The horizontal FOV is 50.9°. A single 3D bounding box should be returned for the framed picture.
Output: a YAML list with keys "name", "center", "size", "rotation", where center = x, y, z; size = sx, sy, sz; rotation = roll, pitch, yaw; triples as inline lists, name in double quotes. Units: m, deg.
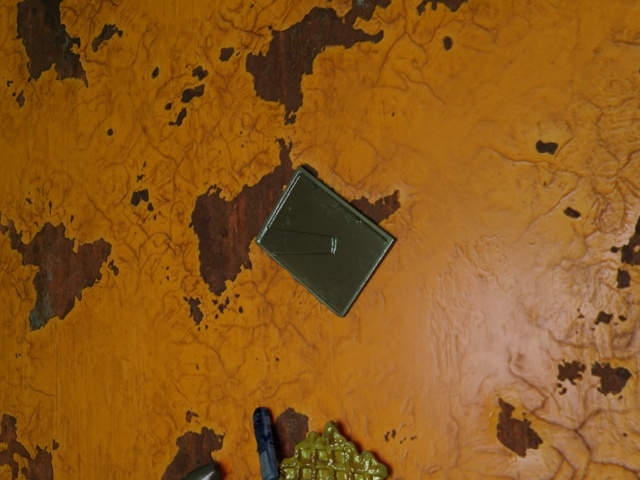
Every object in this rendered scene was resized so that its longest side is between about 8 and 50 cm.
- name: "framed picture"
  center: [0.000, 0.000, 1.328]
  size: [0.265, 0.018, 0.192]
  rotation: [40, 105, 27]

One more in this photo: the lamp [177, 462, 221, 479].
- name: "lamp"
  center: [-0.288, 0.554, 1.396]
  size: [0.250, 0.101, 0.101]
  rotation: [-48, 64, 10]

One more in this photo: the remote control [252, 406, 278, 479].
- name: "remote control"
  center: [-0.110, 0.399, 1.318]
  size: [0.043, 0.027, 0.152]
  rotation: [-44, 44, 31]

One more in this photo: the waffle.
- name: "waffle"
  center: [0.024, 0.475, 1.242]
  size: [0.243, 0.059, 0.238]
  rotation: [-50, 64, 16]
